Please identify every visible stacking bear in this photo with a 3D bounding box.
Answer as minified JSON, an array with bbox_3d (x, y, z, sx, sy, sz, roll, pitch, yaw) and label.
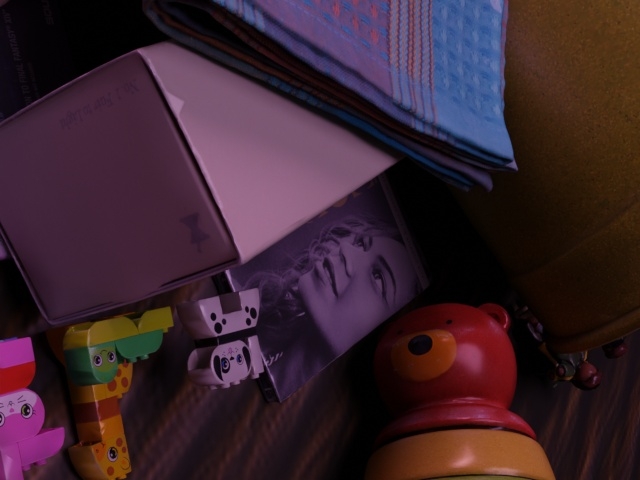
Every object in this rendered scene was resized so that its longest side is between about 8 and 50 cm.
[{"bbox_3d":[0.097,0.180,0.719,0.164,0.175,0.289,41,40,-51],"label":"stacking bear"}]

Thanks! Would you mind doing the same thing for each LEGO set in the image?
[{"bbox_3d":[-0.124,0.091,0.547,0.227,0.087,0.093,-10,89,-56],"label":"LEGO set"}]

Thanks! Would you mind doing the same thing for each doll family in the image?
[{"bbox_3d":[0.253,0.088,0.981,0.111,0.076,0.193,52,47,3],"label":"doll family"}]

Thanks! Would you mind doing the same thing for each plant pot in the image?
[{"bbox_3d":[0.203,-0.163,0.804,0.353,0.366,0.366,47,43,1],"label":"plant pot"}]

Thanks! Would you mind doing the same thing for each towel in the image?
[{"bbox_3d":[0.028,-0.239,0.558,0.271,0.040,0.370,21,66,-43],"label":"towel"}]

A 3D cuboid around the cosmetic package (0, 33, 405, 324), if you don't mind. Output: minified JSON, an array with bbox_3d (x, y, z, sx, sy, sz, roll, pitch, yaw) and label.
[{"bbox_3d":[-0.033,-0.074,0.610,0.309,0.160,0.113,-34,103,-51],"label":"cosmetic package"}]

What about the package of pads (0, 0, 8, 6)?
[{"bbox_3d":[-0.186,-0.250,0.499,0.229,0.101,0.296,47,57,-8],"label":"package of pads"}]

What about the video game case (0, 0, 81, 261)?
[{"bbox_3d":[-0.237,-0.075,0.513,0.274,0.026,0.196,-13,88,-51],"label":"video game case"}]

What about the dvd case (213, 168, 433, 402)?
[{"bbox_3d":[0.000,0.000,0.765,0.221,0.018,0.164,-32,102,-49],"label":"dvd case"}]
